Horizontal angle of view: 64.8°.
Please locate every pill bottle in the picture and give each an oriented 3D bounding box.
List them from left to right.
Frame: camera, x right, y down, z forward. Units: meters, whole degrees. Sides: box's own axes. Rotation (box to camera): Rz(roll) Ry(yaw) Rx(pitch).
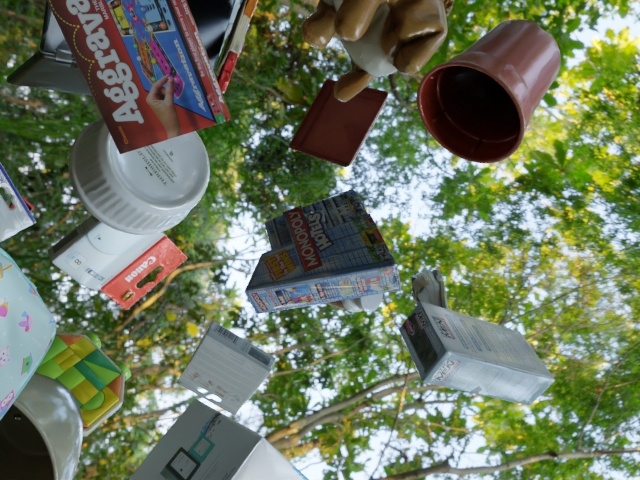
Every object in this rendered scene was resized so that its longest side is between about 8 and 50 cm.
[{"bbox_3d":[0.083,0.152,1.546,0.216,0.121,0.121,10,-85,51],"label":"pill bottle"}]

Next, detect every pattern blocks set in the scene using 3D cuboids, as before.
[{"bbox_3d":[-0.176,-0.440,1.073,0.285,0.026,0.324,9,-100,69],"label":"pattern blocks set"}]

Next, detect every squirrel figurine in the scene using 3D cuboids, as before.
[{"bbox_3d":[0.101,-0.561,1.051,0.397,0.370,0.281,-50,-157,-13],"label":"squirrel figurine"}]

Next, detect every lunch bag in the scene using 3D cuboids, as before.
[{"bbox_3d":[-0.503,0.138,0.697,0.279,0.108,0.223,94,13,-52],"label":"lunch bag"}]

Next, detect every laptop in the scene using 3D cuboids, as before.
[{"bbox_3d":[-0.443,-0.477,1.135,0.408,0.382,0.236,1,-87,46],"label":"laptop"}]

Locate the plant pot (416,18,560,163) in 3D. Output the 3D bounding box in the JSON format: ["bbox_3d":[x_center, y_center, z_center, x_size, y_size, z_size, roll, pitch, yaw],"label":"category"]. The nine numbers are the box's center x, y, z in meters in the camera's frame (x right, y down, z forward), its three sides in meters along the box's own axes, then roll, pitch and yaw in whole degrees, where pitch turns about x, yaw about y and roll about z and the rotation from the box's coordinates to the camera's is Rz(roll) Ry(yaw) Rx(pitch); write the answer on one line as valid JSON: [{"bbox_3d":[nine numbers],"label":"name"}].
[{"bbox_3d":[0.419,-0.373,1.208,0.273,0.265,0.272,35,-24,19],"label":"plant pot"}]

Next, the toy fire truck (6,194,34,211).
[{"bbox_3d":[-0.894,-0.054,1.398,0.192,0.047,0.135,-45,-143,-15],"label":"toy fire truck"}]

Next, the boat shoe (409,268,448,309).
[{"bbox_3d":[0.336,0.170,1.568,0.104,0.302,0.113,-7,-81,9],"label":"boat shoe"}]

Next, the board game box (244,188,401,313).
[{"bbox_3d":[-0.015,0.016,0.704,0.060,0.194,0.194,72,-3,-46],"label":"board game box"}]

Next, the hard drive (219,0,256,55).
[{"bbox_3d":[-0.311,-0.620,1.309,0.064,0.237,0.338,-21,-145,37],"label":"hard drive"}]

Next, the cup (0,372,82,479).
[{"bbox_3d":[-0.590,0.376,0.944,0.237,0.332,0.330,-74,172,-84],"label":"cup"}]

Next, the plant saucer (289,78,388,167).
[{"bbox_3d":[0.059,-0.358,1.556,0.259,0.048,0.258,26,-94,37],"label":"plant saucer"}]

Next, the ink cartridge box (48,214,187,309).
[{"bbox_3d":[-0.678,0.064,1.760,0.308,0.385,0.091,-42,-137,-9],"label":"ink cartridge box"}]

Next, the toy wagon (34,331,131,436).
[{"bbox_3d":[-0.682,0.346,1.309,0.344,0.267,0.068,43,-48,5],"label":"toy wagon"}]

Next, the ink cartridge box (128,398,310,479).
[{"bbox_3d":[-0.180,0.458,0.937,0.270,0.198,0.197,0,-136,52],"label":"ink cartridge box"}]

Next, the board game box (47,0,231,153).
[{"bbox_3d":[-0.218,-0.248,0.556,0.145,0.027,0.281,-14,-68,15],"label":"board game box"}]

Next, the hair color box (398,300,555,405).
[{"bbox_3d":[0.412,0.302,1.337,0.113,0.375,0.185,-59,-153,25],"label":"hair color box"}]

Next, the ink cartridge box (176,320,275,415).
[{"bbox_3d":[-0.248,0.336,1.311,0.232,0.189,0.066,-54,-174,39],"label":"ink cartridge box"}]

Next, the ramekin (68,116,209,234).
[{"bbox_3d":[-0.354,-0.153,1.037,0.127,0.273,0.272,-16,-104,46],"label":"ramekin"}]

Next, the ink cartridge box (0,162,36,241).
[{"bbox_3d":[-0.795,-0.026,1.045,0.065,0.333,0.165,14,-50,41],"label":"ink cartridge box"}]
